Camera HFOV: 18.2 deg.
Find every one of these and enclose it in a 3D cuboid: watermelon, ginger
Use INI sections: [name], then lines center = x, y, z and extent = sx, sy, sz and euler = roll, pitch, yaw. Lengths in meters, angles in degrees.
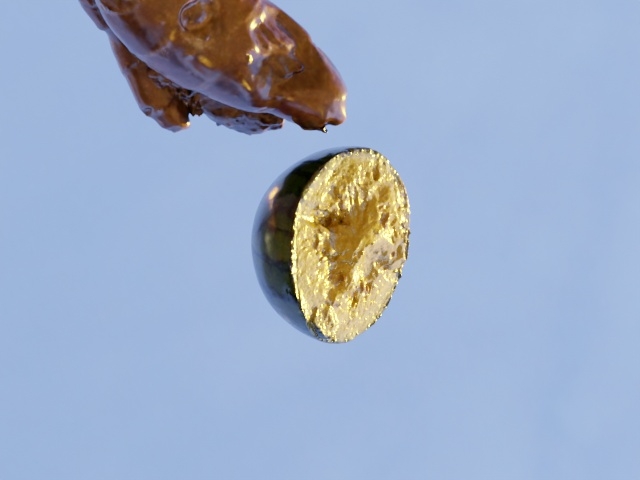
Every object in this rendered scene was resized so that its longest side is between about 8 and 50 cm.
[watermelon]
center = 0.000, 0.000, 1.052
extent = 0.062, 0.105, 0.105
euler = 10, -122, 40
[ginger]
center = -0.067, -0.101, 1.029
extent = 0.073, 0.162, 0.103
euler = -58, -155, -16
